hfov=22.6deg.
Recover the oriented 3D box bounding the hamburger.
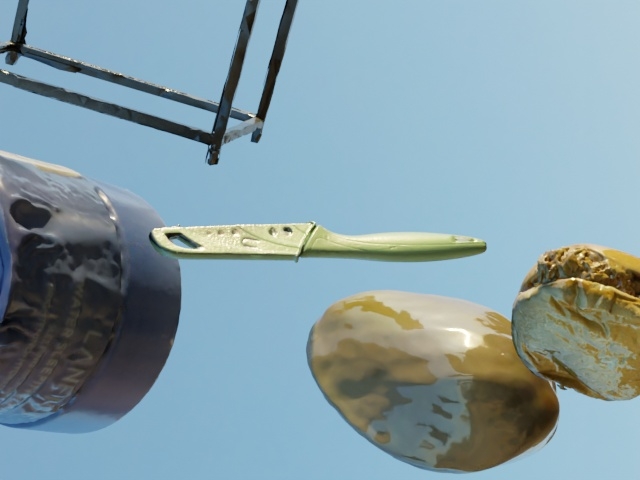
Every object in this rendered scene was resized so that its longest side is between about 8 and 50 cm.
[{"bbox_3d":[0.235,0.069,1.391,0.147,0.138,0.083,99,-170,-47],"label":"hamburger"}]

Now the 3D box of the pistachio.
[{"bbox_3d":[0.119,0.154,1.676,0.197,0.288,0.166,-59,-36,-28],"label":"pistachio"}]

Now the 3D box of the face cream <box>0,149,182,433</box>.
[{"bbox_3d":[-0.290,0.047,1.475,0.225,0.249,0.249,16,-100,-50],"label":"face cream"}]

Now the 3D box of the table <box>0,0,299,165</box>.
[{"bbox_3d":[-0.210,-0.271,1.799,0.222,0.335,0.272,-43,-30,-74],"label":"table"}]

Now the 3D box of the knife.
[{"bbox_3d":[0.000,0.001,1.378,0.020,0.293,0.043,100,166,-48],"label":"knife"}]
